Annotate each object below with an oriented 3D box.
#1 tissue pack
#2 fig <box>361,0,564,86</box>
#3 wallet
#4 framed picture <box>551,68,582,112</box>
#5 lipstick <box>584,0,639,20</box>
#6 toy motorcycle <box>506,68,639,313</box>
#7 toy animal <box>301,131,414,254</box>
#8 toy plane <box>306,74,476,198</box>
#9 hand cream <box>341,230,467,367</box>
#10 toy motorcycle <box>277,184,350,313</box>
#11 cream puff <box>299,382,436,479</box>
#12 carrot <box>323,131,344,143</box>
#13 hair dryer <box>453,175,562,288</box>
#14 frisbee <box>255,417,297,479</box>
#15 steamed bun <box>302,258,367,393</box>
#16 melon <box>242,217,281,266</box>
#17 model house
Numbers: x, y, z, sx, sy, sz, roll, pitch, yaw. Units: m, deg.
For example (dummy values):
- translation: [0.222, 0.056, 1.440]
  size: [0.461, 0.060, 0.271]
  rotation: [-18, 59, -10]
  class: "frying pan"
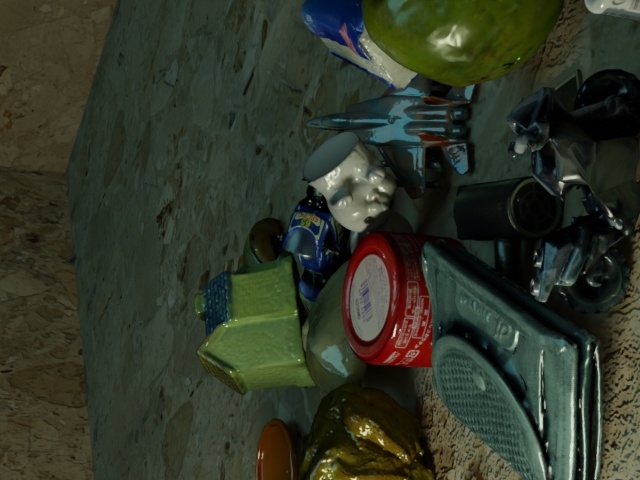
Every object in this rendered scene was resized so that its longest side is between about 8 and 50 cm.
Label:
- translation: [0.095, -0.348, 1.778]
  size: [0.209, 0.137, 0.269]
  rotation: [-51, 27, 4]
  class: "tissue pack"
- translation: [0.208, -0.313, 1.496]
  size: [0.314, 0.233, 0.233]
  rotation: [-11, 74, 44]
  class: "fig"
- translation: [0.213, 0.159, 1.487]
  size: [0.342, 0.075, 0.237]
  rotation: [-141, 41, -58]
  class: "wallet"
- translation: [0.294, -0.161, 1.511]
  size: [0.089, 0.007, 0.066]
  rotation: [142, 129, -60]
  class: "framed picture"
- translation: [0.335, -0.242, 1.257]
  size: [0.040, 0.141, 0.040]
  rotation: [-177, 90, -66]
  class: "lipstick"
- translation: [0.273, -0.058, 1.355]
  size: [0.106, 0.159, 0.270]
  rotation: [-118, 35, -87]
  class: "toy motorcycle"
- translation: [0.073, -0.037, 1.768]
  size: [0.104, 0.221, 0.131]
  rotation: [-43, 27, -17]
  class: "toy animal"
- translation: [0.101, -0.173, 1.815]
  size: [0.326, 0.104, 0.223]
  rotation: [4, 89, 53]
  class: "toy plane"
- translation: [0.120, 0.083, 1.725]
  size: [0.193, 0.125, 0.193]
  rotation: [-173, 90, -66]
  class: "hand cream"
- translation: [0.000, 0.000, 1.939]
  size: [0.315, 0.113, 0.169]
  rotation: [85, -154, -53]
  class: "toy motorcycle"
- translation: [0.051, 0.318, 1.738]
  size: [0.244, 0.196, 0.244]
  rotation: [-52, 19, 25]
  class: "cream puff"
- translation: [0.047, -0.176, 2.056]
  size: [0.191, 0.047, 0.047]
  rotation: [148, 124, -67]
  class: "carrot"
- translation: [0.224, 0.048, 1.567]
  size: [0.195, 0.078, 0.248]
  rotation: [175, 93, -68]
  class: "hair dryer"
- translation: [-0.072, 0.416, 2.220]
  size: [0.192, 0.035, 0.192]
  rotation: [-175, 90, -68]
  class: "frisbee"
- translation: [0.024, 0.152, 1.896]
  size: [0.212, 0.110, 0.231]
  rotation: [106, -179, -48]
  class: "steamed bun"
- translation: [-0.115, 0.042, 2.343]
  size: [0.128, 0.079, 0.160]
  rotation: [121, 146, -44]
  class: "melon"
- translation: [-0.113, 0.146, 2.094]
  size: [0.195, 0.189, 0.214]
  rotation: [76, -175, -69]
  class: "model house"
